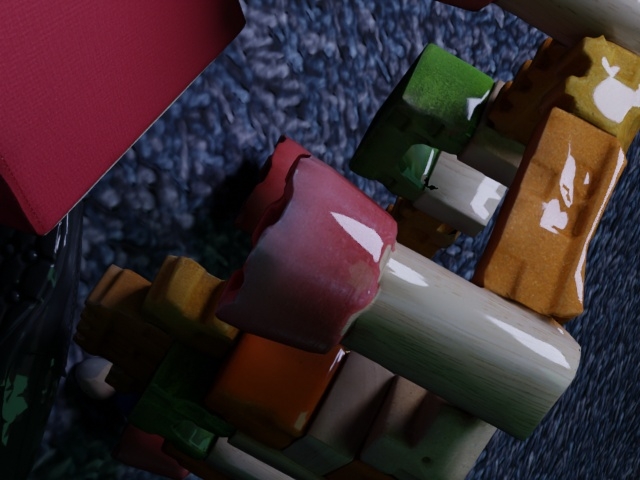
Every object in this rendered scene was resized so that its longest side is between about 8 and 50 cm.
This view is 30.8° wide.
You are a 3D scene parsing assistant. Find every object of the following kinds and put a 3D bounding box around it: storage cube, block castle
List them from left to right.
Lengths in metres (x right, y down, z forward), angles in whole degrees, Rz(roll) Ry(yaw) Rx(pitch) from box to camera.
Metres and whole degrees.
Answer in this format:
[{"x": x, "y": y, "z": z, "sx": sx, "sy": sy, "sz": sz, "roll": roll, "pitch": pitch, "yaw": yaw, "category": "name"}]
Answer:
[{"x": -0.180, "y": -0.147, "z": 0.592, "sx": 0.215, "sy": 0.184, "sz": 0.193, "roll": -52, "pitch": 140, "yaw": -33, "category": "storage cube"}, {"x": 0.000, "y": 0.000, "z": 0.730, "sx": 0.303, "sy": 0.213, "sz": 0.453, "roll": -64, "pitch": -173, "yaw": -25, "category": "block castle"}]

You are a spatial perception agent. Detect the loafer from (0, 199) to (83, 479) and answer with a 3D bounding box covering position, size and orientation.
[{"x": -0.198, "y": 0.067, "z": 0.746, "sx": 0.078, "sy": 0.076, "sz": 0.223, "roll": 30, "pitch": 75, "yaw": -69, "category": "loafer"}]
